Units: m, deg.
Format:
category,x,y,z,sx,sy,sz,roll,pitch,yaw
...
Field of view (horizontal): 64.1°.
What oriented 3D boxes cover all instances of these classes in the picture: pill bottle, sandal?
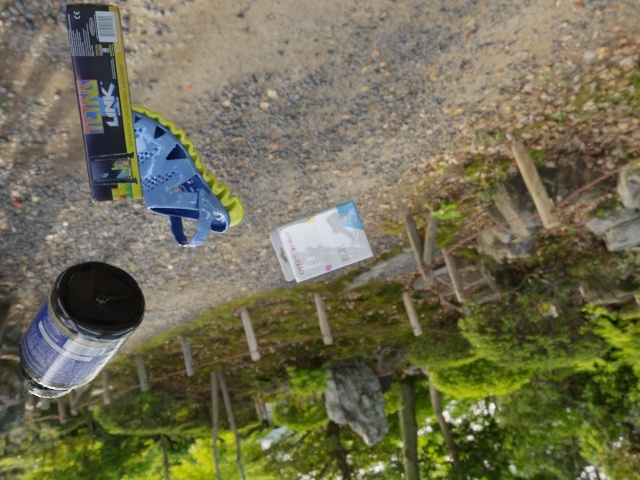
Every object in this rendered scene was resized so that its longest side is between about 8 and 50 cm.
category,x,y,z,sx,sy,sz,roll,pitch,yaw
pill bottle,-0.352,0.137,0.734,0.123,0.123,0.219,2,143,-48
sandal,-0.276,-0.106,0.935,0.126,0.138,0.317,-16,127,43

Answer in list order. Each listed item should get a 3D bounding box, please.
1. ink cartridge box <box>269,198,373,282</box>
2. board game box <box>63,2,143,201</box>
category,x,y,z,sx,sy,sz,roll,pitch,yaw
ink cartridge box,0.000,0.000,0.814,0.143,0.092,0.090,-19,-175,5
board game box,-0.214,-0.129,0.513,0.048,0.170,0.141,-7,-170,-21
